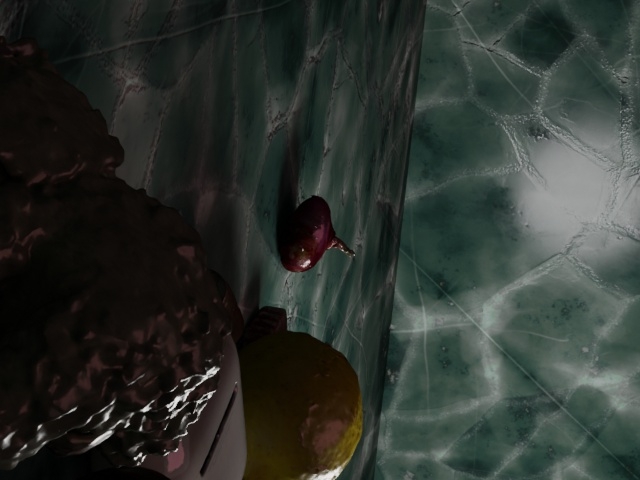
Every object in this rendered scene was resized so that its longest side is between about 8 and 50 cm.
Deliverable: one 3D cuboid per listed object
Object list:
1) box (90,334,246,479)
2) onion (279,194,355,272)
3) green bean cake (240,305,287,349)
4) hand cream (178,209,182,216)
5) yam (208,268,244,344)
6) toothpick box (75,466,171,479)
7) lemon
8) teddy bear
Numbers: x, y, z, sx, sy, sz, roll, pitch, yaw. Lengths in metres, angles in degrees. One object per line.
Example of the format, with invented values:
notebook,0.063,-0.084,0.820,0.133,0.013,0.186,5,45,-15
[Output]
box,-0.191,0.282,1.658,0.349,0.141,0.288,88,18,-44
onion,0.000,0.000,2.324,0.150,0.140,0.150,23,90,-89
green bean cake,-0.101,0.196,2.212,0.135,0.056,0.135,-58,155,-59
hand cream,-0.193,0.047,1.691,0.065,0.043,0.170,-58,154,-52
yam,-0.157,0.101,1.825,0.127,0.084,0.084,70,32,-63
toothpick box,-0.213,0.392,1.435,0.192,0.192,0.294,-68,150,-45
lemon,-0.056,0.278,2.022,0.310,0.253,0.253,-65,161,-46
teddy bear,-0.232,0.008,1.062,0.357,0.224,0.367,4,58,-63
